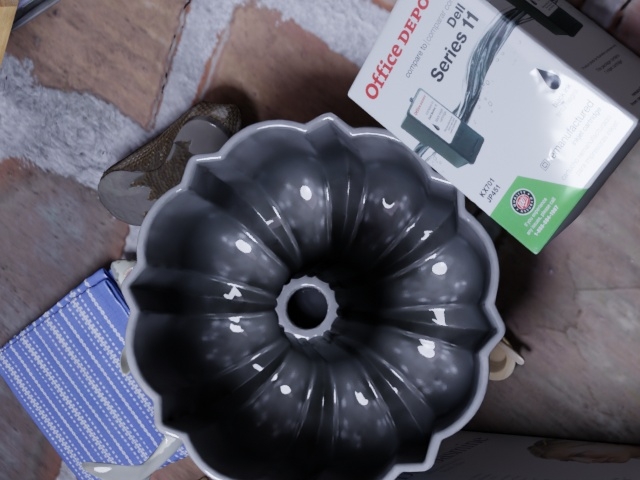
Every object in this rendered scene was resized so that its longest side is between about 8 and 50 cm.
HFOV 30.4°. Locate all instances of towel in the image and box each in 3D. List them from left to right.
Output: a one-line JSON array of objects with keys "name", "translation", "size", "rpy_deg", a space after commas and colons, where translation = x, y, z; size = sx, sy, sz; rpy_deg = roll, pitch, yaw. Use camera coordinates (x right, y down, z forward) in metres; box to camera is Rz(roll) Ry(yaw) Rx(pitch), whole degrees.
[{"name": "towel", "translation": [-0.267, 0.182, 1.461], "size": [0.336, 0.040, 0.243], "rpy_deg": [-31, 95, 46]}]

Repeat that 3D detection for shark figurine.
[{"name": "shark figurine", "translation": [-0.154, 0.158, 1.289], "size": [0.166, 0.278, 0.116], "rpy_deg": [-2, 158, 9]}]

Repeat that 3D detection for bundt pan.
[{"name": "bundt pan", "translation": [0.000, 0.060, 1.038], "size": [0.331, 0.124, 0.331], "rpy_deg": [-1, 85, 12]}]

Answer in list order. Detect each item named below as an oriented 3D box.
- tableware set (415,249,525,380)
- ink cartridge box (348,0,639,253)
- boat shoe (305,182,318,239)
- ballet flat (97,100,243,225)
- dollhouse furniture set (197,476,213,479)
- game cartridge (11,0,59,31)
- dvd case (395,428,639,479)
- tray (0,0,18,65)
[{"name": "tableware set", "translation": [0.111, 0.097, 1.120], "size": [0.141, 0.020, 0.169], "rpy_deg": [44, 133, 10]}, {"name": "ink cartridge box", "translation": [0.144, -0.118, 0.927], "size": [0.208, 0.087, 0.153], "rpy_deg": [41, 132, 14]}, {"name": "boat shoe", "translation": [0.000, 0.000, 1.135], "size": [0.050, 0.045, 0.135], "rpy_deg": [0, 113, 38]}, {"name": "ballet flat", "translation": [-0.152, -0.082, 1.210], "size": [0.084, 0.058, 0.250], "rpy_deg": [39, 142, -15]}, {"name": "dollhouse furniture set", "translation": [-0.052, 0.311, 1.243], "size": [0.152, 0.201, 0.374], "rpy_deg": [54, 133, 1]}, {"name": "game cartridge", "translation": [-0.266, -0.340, 1.084], "size": [0.355, 0.068, 0.230], "rpy_deg": [-15, 91, 48]}, {"name": "dvd case", "translation": [0.178, 0.203, 1.019], "size": [0.253, 0.180, 0.022], "rpy_deg": [-2, 97, 39]}, {"name": "tray", "translation": [-0.434, -0.304, 1.191], "size": [0.411, 0.076, 0.203], "rpy_deg": [56, 138, 26]}]
